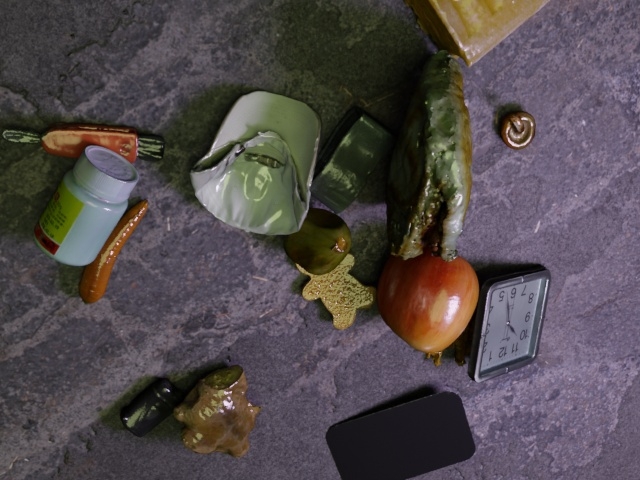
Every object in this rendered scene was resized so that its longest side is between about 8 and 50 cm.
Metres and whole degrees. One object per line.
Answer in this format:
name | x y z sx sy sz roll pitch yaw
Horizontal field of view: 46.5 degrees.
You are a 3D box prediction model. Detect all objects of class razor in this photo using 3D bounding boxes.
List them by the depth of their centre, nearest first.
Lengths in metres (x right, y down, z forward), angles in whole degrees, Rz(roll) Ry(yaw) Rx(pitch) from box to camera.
razor | -0.403 0.400 1.780 0.148 0.054 0.090 -40 114 0

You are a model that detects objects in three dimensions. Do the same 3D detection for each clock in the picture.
clock | 0.484 0.210 1.919 0.273 0.049 0.279 -8 111 -39

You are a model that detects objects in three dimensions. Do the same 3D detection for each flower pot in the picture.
flower pot | 0.060 -0.181 1.672 0.108 0.103 0.229 34 99 -23

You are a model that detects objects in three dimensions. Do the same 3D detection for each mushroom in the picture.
mushroom | 0.464 -0.274 1.762 0.088 0.073 0.129 -27 149 10

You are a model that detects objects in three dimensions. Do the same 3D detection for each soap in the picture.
soap | 0.338 -0.579 1.580 0.335 0.156 0.293 -39 113 -1

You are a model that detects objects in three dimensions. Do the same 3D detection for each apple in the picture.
apple | 0.243 0.133 1.758 0.242 0.242 0.241 24 89 -22

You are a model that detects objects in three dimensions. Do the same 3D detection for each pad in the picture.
pad | 0.206 0.504 2.008 0.375 0.063 0.315 -18 114 2

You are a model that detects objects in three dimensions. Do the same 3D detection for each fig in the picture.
fig | 0.000 0.000 1.668 0.144 0.165 0.154 5 83 -39

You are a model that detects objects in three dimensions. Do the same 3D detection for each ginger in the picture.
ginger | -0.236 0.446 1.803 0.219 0.123 0.270 -29 116 -28

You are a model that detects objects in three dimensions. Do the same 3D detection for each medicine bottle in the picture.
medicine bottle | -0.478 -0.069 1.524 0.139 0.139 0.225 29 112 -23

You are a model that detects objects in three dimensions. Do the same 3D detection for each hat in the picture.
hat | -0.124 -0.174 1.621 0.258 0.168 0.301 19 80 0

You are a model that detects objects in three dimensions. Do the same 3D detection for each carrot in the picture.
carrot | -0.460 0.023 1.626 0.066 0.062 0.271 26 99 -9

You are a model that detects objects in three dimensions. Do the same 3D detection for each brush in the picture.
brush | -0.486 -0.208 1.543 0.323 0.051 0.070 4 115 -20

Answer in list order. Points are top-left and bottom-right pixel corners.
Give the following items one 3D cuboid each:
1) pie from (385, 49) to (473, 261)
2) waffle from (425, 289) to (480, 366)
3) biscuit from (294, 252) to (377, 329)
pie | 0.233 -0.175 1.583 0.180 0.395 0.418 5 114 5
waffle | 0.352 0.215 1.927 0.228 0.051 0.231 -37 114 0
biscuit | 0.026 0.096 1.797 0.158 0.035 0.240 -39 108 0
